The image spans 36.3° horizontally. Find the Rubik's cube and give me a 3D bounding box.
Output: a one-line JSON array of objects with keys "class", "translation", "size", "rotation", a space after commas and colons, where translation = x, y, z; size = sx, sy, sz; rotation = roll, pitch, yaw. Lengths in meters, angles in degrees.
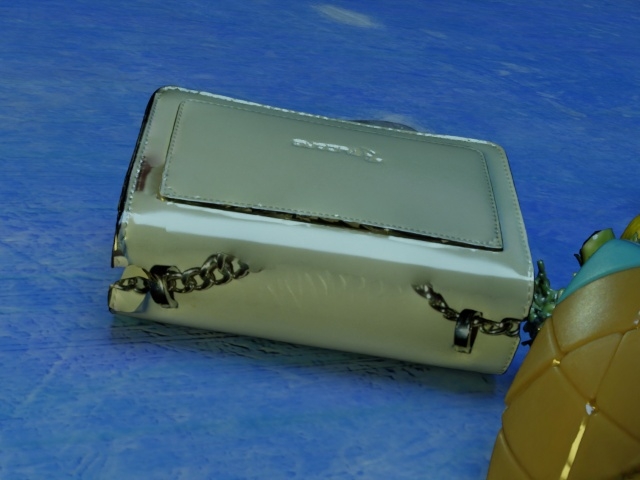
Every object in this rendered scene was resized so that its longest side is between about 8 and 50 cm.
[{"class": "Rubik's cube", "translation": [0.238, 0.168, 0.712], "size": [0.255, 0.254, 0.254], "rotation": [10, 27, -5]}]

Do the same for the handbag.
[{"class": "handbag", "translation": [0.000, 0.000, 0.909], "size": [0.359, 0.160, 0.236], "rotation": [9, 32, -6]}]

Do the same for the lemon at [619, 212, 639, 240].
[{"class": "lemon", "translation": [0.384, 0.043, 0.954], "size": [0.192, 0.192, 0.231], "rotation": [1, 30, -23]}]

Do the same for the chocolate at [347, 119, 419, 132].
[{"class": "chocolate", "translation": [0.025, -0.085, 1.157], "size": [0.303, 0.100, 0.185], "rotation": [-4, 34, -24]}]

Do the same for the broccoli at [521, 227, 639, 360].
[{"class": "broccoli", "translation": [0.253, 0.057, 0.877], "size": [0.155, 0.167, 0.160], "rotation": [-9, 42, 10]}]
